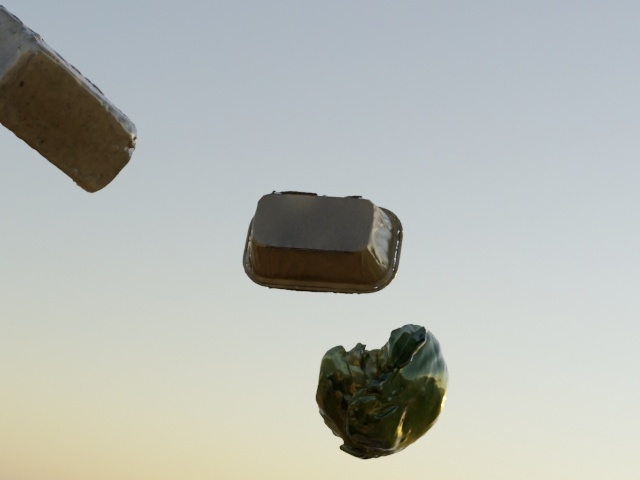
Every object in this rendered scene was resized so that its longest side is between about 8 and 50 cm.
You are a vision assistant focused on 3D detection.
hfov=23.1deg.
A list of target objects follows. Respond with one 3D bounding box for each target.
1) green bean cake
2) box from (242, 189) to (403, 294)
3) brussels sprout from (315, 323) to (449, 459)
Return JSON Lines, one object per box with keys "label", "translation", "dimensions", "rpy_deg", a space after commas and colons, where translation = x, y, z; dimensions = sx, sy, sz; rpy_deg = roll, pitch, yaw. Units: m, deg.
{"label": "green bean cake", "translation": [-0.260, -0.133, 1.473], "dimensions": [0.109, 0.085, 0.179], "rpy_deg": [42, 0, 44]}
{"label": "box", "translation": [0.000, 0.000, 1.713], "dimensions": [0.177, 0.111, 0.111], "rpy_deg": [4, -12, 12]}
{"label": "brussels sprout", "translation": [0.069, 0.154, 1.549], "dimensions": [0.100, 0.139, 0.181], "rpy_deg": [44, -25, 42]}
